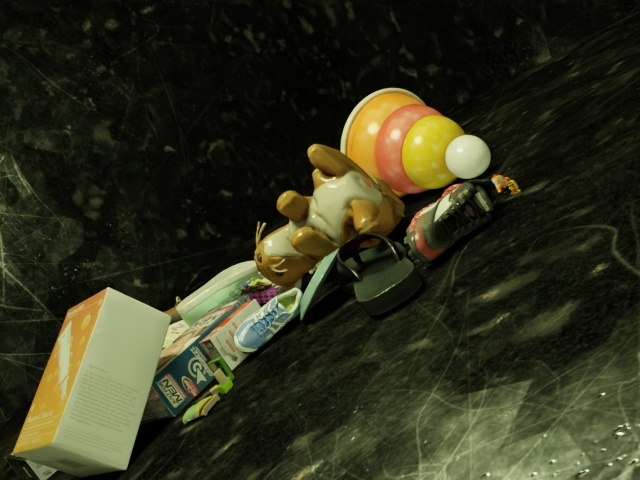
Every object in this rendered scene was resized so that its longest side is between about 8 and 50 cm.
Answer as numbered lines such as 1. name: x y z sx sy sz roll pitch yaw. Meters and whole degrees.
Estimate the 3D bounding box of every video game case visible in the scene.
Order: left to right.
1. video game case: -0.184 0.125 2.098 0.232 0.042 0.210 -5 20 22

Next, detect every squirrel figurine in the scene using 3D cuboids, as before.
1. squirrel figurine: 0.017 -0.020 1.911 0.370 0.281 0.397 -46 -20 23

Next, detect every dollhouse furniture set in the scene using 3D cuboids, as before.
1. dollhouse furniture set: -0.241 0.311 1.520 0.076 0.059 0.152 -27 11 35

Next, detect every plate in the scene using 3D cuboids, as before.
1. plate: -0.008 0.097 1.664 0.188 0.024 0.188 -62 -3 -6

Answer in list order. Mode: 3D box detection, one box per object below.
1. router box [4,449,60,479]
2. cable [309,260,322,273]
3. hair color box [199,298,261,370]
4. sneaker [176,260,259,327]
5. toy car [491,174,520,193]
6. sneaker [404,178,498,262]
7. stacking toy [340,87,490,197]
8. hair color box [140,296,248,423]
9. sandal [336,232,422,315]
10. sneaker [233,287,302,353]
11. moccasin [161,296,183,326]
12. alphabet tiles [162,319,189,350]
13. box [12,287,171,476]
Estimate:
1. router box: -0.644 0.494 1.881 0.309 0.081 0.243 -40 11 -35
2. cable: 0.000 0.000 2.171 0.287 0.139 0.072 -34 -33 -46
3. hair color box: -0.194 0.225 1.707 0.053 0.093 0.167 -25 12 46
4. sneaker: -0.248 0.171 1.976 0.256 0.151 0.094 -34 16 -8
5. toy car: 0.422 -0.134 1.629 0.060 0.041 0.122 -36 9 -15
6. sneaker: 0.281 -0.051 1.498 0.276 0.098 0.135 -39 8 -39
7. stacking toy: 0.309 -0.248 2.081 0.350 0.351 0.480 -36 28 -16
8. hair color box: -0.308 0.285 1.747 0.174 0.105 0.347 -25 13 45
9. sandal: 0.112 0.044 1.550 0.167 0.107 0.446 -34 9 -3
10. sneaker: -0.121 0.179 1.675 0.211 0.080 0.081 -42 -13 -34
11. moccasin: -0.420 0.249 2.211 0.380 0.139 0.147 -28 10 30
12. alphabet tiles: -0.444 0.291 1.968 0.278 0.021 0.284 -21 29 -33
13. box: -0.487 0.309 1.560 0.215 0.168 0.345 -25 44 44
